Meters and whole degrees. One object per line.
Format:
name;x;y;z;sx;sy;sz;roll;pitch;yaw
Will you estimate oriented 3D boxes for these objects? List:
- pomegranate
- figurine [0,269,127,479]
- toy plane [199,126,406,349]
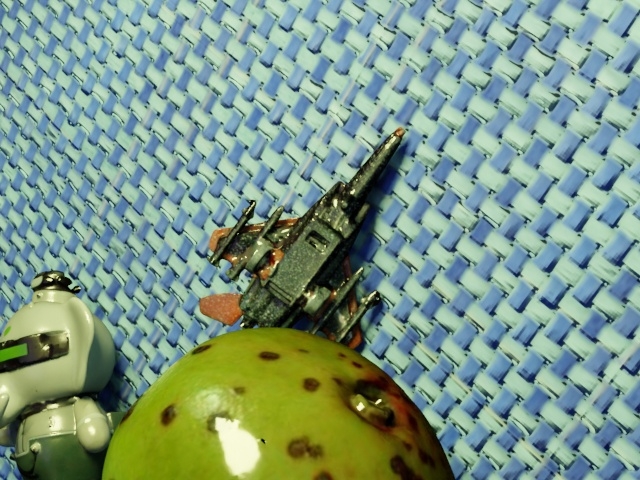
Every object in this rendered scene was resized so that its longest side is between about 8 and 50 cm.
pomegranate;-0.025;0.198;0.658;0.231;0.231;0.285;35;134;31
figurine;-0.217;0.118;0.846;0.147;0.126;0.192;-30;61;53
toy plane;-0.001;0.001;0.712;0.130;0.061;0.189;37;112;4
